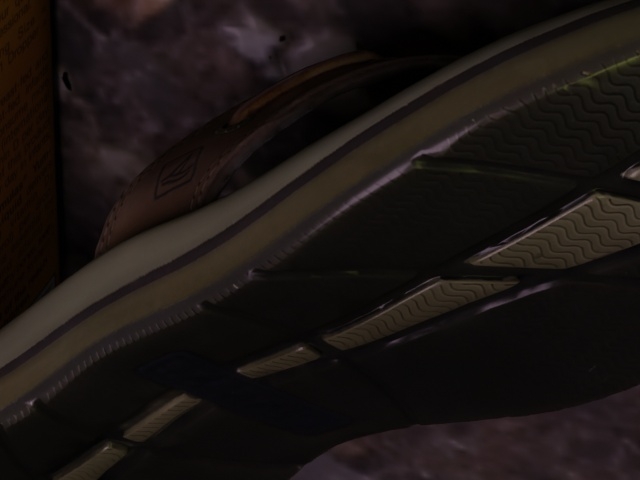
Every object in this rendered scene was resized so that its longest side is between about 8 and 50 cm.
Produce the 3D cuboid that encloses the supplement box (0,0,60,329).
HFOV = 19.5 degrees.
[{"bbox_3d":[-0.126,-0.013,0.559,0.078,0.080,0.233,19,133,15],"label":"supplement box"}]

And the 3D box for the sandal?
[{"bbox_3d":[-0.002,0.000,0.477,0.302,0.086,0.120,-24,142,30],"label":"sandal"}]
